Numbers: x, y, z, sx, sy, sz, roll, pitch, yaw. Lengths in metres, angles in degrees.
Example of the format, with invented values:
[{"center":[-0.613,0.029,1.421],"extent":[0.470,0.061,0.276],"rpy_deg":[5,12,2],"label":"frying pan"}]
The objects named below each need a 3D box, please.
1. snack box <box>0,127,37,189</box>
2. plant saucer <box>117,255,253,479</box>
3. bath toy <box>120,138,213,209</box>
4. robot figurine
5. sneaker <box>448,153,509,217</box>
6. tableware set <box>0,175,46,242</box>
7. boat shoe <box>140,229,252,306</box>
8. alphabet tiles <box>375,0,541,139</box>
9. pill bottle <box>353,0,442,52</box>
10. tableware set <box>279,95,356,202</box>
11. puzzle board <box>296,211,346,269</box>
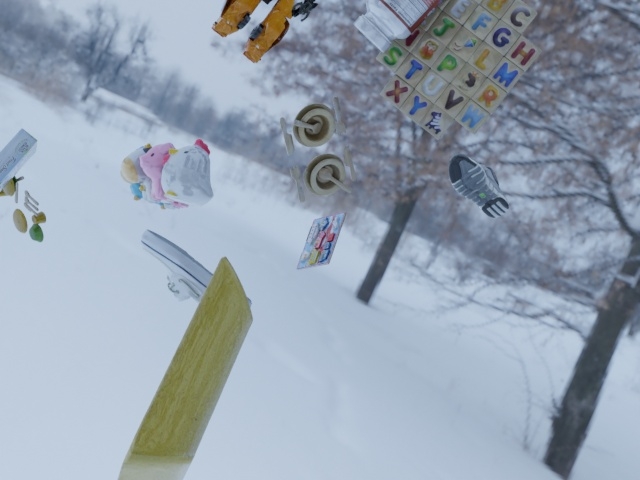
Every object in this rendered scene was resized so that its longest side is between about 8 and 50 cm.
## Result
[{"center":[-0.540,-0.119,1.600],"extent":[0.037,0.141,0.100],"rpy_deg":[40,-16,-12],"label":"snack box"},{"center":[-0.195,0.240,1.351],"extent":[0.081,0.332,0.333],"rpy_deg":[25,-37,-2],"label":"plant saucer"},{"center":[-0.310,-0.140,1.913],"extent":[0.151,0.129,0.348],"rpy_deg":[20,-7,-25],"label":"bath toy"},{"center":[-0.132,-0.604,2.366],"extent":[0.211,0.291,0.085],"rpy_deg":[38,-2,-21],"label":"robot figurine"},{"center":[0.383,-0.163,2.363],"extent":[0.229,0.086,0.132],"rpy_deg":[44,27,-34],"label":"sneaker"},{"center":[-0.552,-0.066,1.737],"extent":[0.154,0.104,0.024],"rpy_deg":[36,39,30],"label":"tableware set"},{"center":[-0.226,0.073,1.623],"extent":[0.226,0.076,0.083],"rpy_deg":[37,-1,-6],"label":"boat shoe"},{"center":[0.298,-0.407,2.064],"extent":[0.285,0.342,0.011],"rpy_deg":[40,12,12],"label":"alphabet tiles"},{"center":[0.177,-0.511,2.014],"extent":[0.121,0.216,0.121],"rpy_deg":[43,10,-9],"label":"pill bottle"},{"center":[0.003,-0.166,1.788],"extent":[0.039,0.128,0.194],"rpy_deg":[45,-26,53],"label":"tableware set"},{"center":[0.000,0.000,1.965],"extent":[0.096,0.128,0.011],"rpy_deg":[-12,-41,45],"label":"puzzle board"}]
